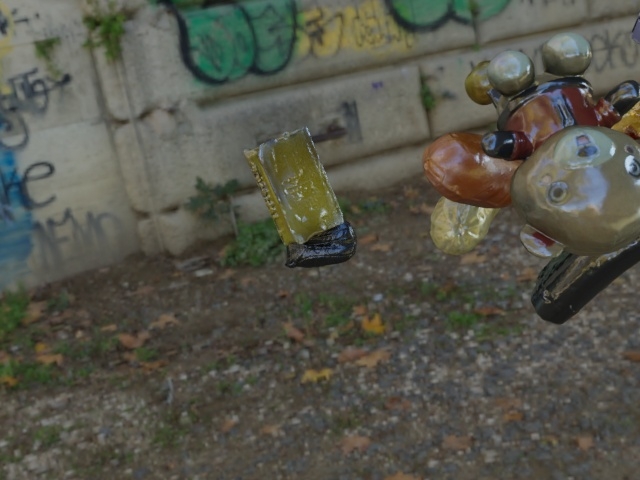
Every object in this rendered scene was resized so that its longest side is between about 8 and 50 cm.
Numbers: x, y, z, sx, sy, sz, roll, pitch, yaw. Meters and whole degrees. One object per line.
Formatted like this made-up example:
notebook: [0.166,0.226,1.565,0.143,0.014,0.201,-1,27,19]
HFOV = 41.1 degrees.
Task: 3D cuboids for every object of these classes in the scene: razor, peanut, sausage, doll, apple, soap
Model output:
razor: [0.557,0.027,1.681,0.327,0.107,0.189,-45,1,32]
peanut: [0.364,-0.094,2.029,0.147,0.147,0.305,2,43,48]
sausage: [0.279,-0.121,1.504,0.133,0.133,0.258,-1,-4,40]
doll: [0.347,-0.127,1.222,0.235,0.329,0.174,-13,-27,-5]
apple: [0.326,-0.308,1.669,0.089,0.074,0.089,-51,3,4]
soap: [-0.055,-0.116,1.835,0.135,0.233,0.076,-27,7,-28]

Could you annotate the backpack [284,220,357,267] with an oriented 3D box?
backpack: [0.002,0.004,1.973,0.165,0.119,0.106,1,12,6]

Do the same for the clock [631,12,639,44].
clock: [0.903,-0.516,2.152,0.145,0.073,0.193,-27,57,-21]

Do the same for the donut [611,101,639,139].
donut: [0.706,-0.325,1.775,0.151,0.295,0.112,30,24,6]
